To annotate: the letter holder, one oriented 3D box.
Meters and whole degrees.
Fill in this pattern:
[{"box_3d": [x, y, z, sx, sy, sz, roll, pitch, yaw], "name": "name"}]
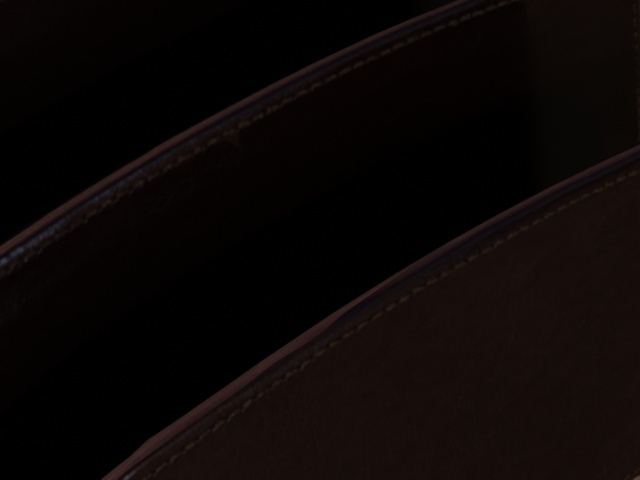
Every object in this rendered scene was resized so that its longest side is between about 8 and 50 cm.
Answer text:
[{"box_3d": [0.000, 0.000, 0.600, 0.302, 0.214, 0.152, -29, 38, -26], "name": "letter holder"}]
